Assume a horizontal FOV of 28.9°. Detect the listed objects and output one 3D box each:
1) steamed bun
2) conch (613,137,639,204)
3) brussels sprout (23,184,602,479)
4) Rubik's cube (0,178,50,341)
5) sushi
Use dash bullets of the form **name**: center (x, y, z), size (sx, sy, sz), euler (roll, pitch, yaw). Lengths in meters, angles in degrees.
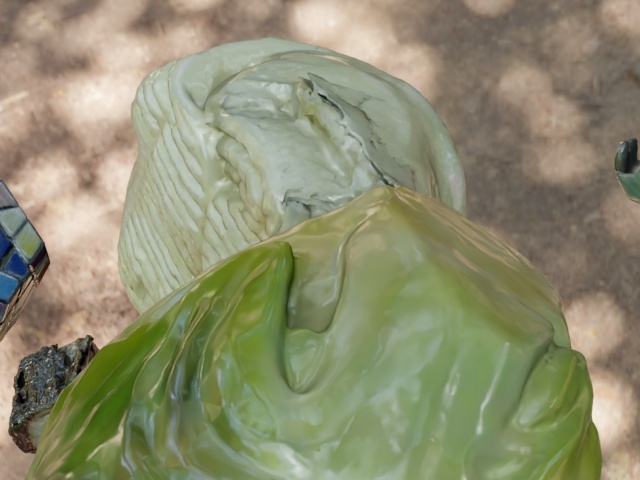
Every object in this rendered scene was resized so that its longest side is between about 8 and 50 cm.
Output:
- **steamed bun**: center (0.000, 0.000, 1.022), size (0.237, 0.346, 0.394), euler (-16, 5, -28)
- **conch**: center (0.243, -0.097, 0.586), size (0.277, 0.220, 0.195), euler (-36, 64, -3)
- **brussels sprout**: center (-0.015, 0.133, 0.617), size (0.344, 0.268, 0.344), euler (-25, 50, 34)
- **Rubik's cube**: center (-0.202, 0.010, 0.678), size (0.093, 0.111, 0.111), euler (-37, 53, -16)
- **sushi**: center (-0.228, 0.138, 1.101), size (0.094, 0.098, 0.084), euler (-21, 38, 7)
